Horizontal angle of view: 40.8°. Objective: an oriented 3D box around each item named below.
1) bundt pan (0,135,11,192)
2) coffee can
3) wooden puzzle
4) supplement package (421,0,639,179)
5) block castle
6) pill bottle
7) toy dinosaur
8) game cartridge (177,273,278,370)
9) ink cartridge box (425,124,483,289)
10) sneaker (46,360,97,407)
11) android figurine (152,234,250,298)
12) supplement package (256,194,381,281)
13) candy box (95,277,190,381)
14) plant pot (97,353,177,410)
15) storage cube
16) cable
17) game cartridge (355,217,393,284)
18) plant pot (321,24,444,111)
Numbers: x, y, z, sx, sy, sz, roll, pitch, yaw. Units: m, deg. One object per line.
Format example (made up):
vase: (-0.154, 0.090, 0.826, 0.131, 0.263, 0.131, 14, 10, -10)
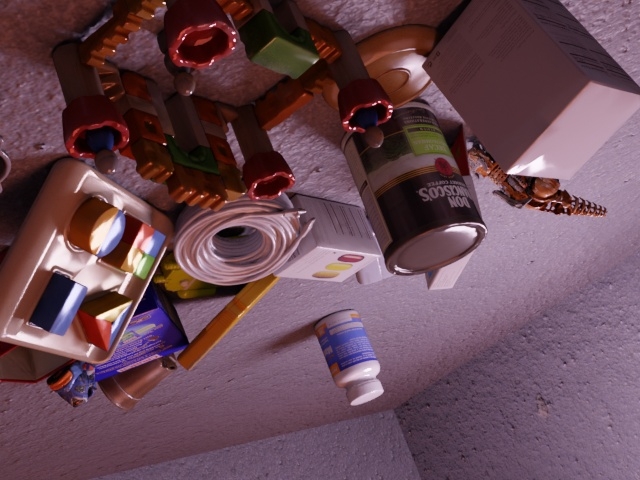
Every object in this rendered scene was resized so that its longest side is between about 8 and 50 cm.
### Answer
bundt pan: (-0.584, -0.126, 1.118, 0.331, 0.124, 0.331, -18, 158, -7)
coffee can: (0.176, -0.098, 1.658, 0.202, 0.275, 0.201, -16, 155, -8)
wooden puzzle: (-0.403, 0.058, 1.525, 0.322, 0.081, 0.348, -64, 154, -7)
supplement package: (0.350, -0.264, 1.424, 0.198, 0.262, 0.199, 0, 139, -44)
block castle: (-0.130, -0.198, 1.248, 0.303, 0.212, 0.453, -33, 156, 27)
pill bottle: (0.094, 0.366, 2.680, 0.152, 0.271, 0.152, -18, 157, -8)
toy dinosaur: (0.479, -0.138, 1.919, 0.322, 0.218, 0.164, 40, 145, -19)
game cartridge: (-0.187, 0.148, 2.038, 0.285, 0.053, 0.323, -46, 178, -43)
ink cartridge box: (0.272, -0.066, 1.884, 0.066, 0.261, 0.296, -4, 155, -8)
sneaker: (-0.507, 0.292, 1.799, 0.083, 0.087, 0.221, -31, -172, 5)
android figurine: (-0.247, 0.058, 1.948, 0.273, 0.056, 0.248, -4, 152, -41)
supplement package: (0.000, 0.000, 1.929, 0.139, 0.133, 0.244, -35, 155, 31)
candy box: (-0.474, 0.204, 1.987, 0.268, 0.122, 0.317, -21, 157, -4)
plant pot: (-0.476, 0.330, 2.245, 0.165, 0.167, 0.167, -34, 156, 9)
storage cube: (-0.579, 0.151, 1.672, 0.215, 0.193, 0.184, -30, 157, 21)
cable: (-0.169, -0.014, 1.743, 0.257, 0.089, 0.257, 8, 136, -27)
game cartridge: (0.215, -0.010, 2.128, 0.297, 0.062, 0.198, -21, 141, -5)
plant pot: (0.118, -0.287, 1.510, 0.236, 0.032, 0.236, -19, 159, -8)
